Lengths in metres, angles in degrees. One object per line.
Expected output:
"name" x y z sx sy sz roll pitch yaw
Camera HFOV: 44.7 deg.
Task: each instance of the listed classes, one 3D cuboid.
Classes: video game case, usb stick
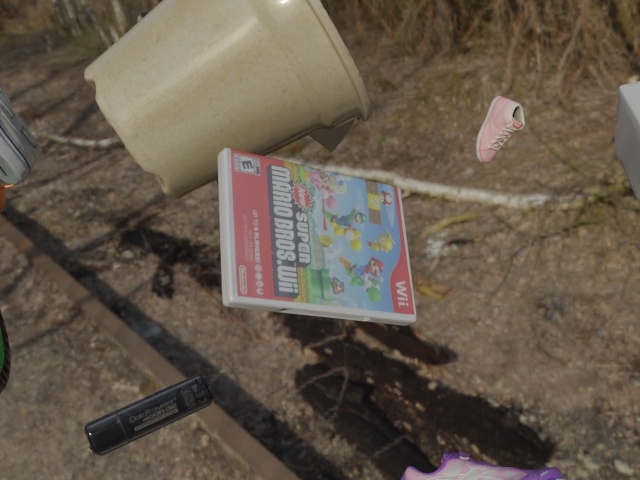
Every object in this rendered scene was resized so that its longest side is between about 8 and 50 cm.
"video game case" 0.000 0.000 1.017 0.285 0.204 0.025 10 -25 -33
"usb stick" -0.365 0.372 1.665 0.278 0.077 0.045 -23 2 -14

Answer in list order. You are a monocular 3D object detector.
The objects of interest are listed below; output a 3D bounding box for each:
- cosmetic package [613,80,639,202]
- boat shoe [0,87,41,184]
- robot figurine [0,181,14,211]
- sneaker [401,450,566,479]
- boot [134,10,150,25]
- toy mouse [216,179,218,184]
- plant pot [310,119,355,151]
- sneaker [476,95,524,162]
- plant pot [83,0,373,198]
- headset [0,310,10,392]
"cosmetic package" 0.734 -0.174 1.238 0.453 0.161 0.230 -13 48 6
"boat shoe" -0.469 -0.180 1.078 0.083 0.226 0.075 9 53 22
"robot figurine" -0.670 -0.062 1.412 0.219 0.128 0.158 -40 25 -18
"sneaker" 0.210 0.328 1.046 0.236 0.095 0.104 -11 52 -6
"boot" -0.411 -0.412 1.885 0.178 0.236 0.085 -41 -19 32
"toy mouse" -0.173 -0.120 1.337 0.031 0.143 0.161 -38 4 -9
"plant pot" 0.013 -0.275 1.659 0.096 0.109 0.109 -37 48 20
"sneaker" 0.352 -0.211 1.513 0.051 0.134 0.070 9 12 -39
"plant pot" -0.143 -0.228 1.095 0.305 0.334 0.334 -34 27 -1
"headset" -0.396 0.048 0.762 0.185 0.243 0.394 -24 -6 -1
